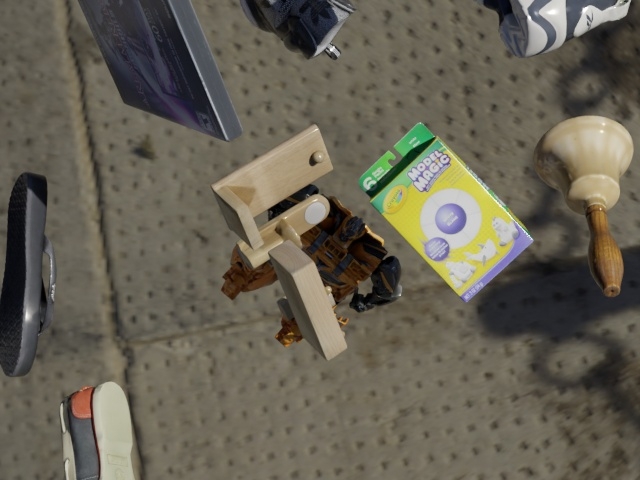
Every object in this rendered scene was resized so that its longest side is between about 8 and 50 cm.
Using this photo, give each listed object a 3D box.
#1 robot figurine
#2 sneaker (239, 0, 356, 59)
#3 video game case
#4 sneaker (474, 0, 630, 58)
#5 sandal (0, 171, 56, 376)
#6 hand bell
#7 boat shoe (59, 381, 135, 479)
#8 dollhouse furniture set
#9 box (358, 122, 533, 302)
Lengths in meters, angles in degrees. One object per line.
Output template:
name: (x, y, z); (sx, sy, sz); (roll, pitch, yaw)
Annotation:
robot figurine: (-0.016, 0.037, 1.739); (0.211, 0.291, 0.085); (41, 61, -4)
sneaker: (-0.040, -0.310, 1.617); (0.153, 0.268, 0.101); (39, 82, 25)
video game case: (-0.182, -0.212, 1.404); (0.026, 0.274, 0.196); (-32, 116, -21)
sneaker: (0.225, -0.287, 1.360); (0.153, 0.094, 0.235); (-14, 47, -14)
sandal: (-0.335, 0.037, 1.597); (0.097, 0.054, 0.254); (-34, 49, 51)
hand bell: (0.332, -0.026, 1.627); (0.126, 0.126, 0.242); (-22, 40, 19)
boat shoe: (-0.150, 0.162, 0.901); (0.043, 0.049, 0.137); (-18, 64, 24)
dollhouse furniture set: (0.000, 0.000, 1.324); (0.123, 0.144, 0.151); (-32, 38, -14)
box: (0.135, -0.033, 1.485); (0.105, 0.043, 0.179); (-44, 93, 8)
